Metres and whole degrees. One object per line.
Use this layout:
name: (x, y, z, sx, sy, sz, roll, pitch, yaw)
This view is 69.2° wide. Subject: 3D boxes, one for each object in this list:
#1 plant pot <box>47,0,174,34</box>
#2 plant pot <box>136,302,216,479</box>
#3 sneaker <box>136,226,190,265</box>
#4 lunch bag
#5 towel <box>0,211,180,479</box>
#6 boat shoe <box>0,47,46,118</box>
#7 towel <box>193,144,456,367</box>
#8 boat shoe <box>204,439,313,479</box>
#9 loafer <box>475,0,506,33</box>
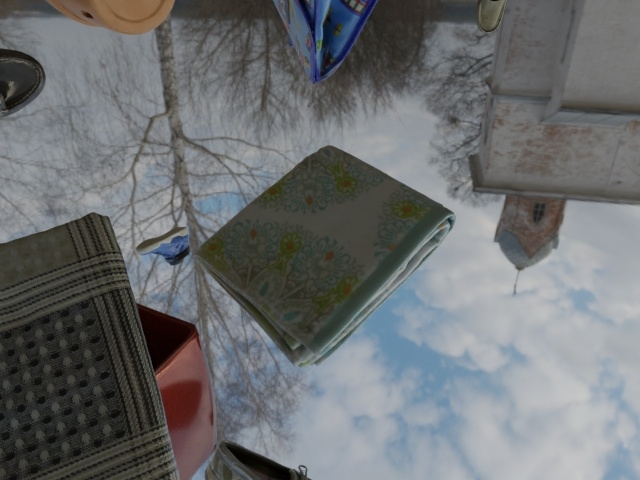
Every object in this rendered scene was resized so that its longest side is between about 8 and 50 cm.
plant pot: (-0.450, -0.583, 0.995, 0.291, 0.290, 0.203, -24, -124, -42)
plant pot: (-0.304, 0.261, 0.654, 0.267, 0.235, 0.267, 11, -138, 35)
sneaker: (-0.372, 0.028, 1.122, 0.058, 0.084, 0.152, -1, -161, 25)
lunch bag: (-0.010, -0.393, 0.661, 0.138, 0.293, 0.220, -21, -105, -18)
towel: (-0.307, 0.151, 0.387, 0.324, 0.312, 0.056, -17, 166, -11)
boat shoe: (-0.573, -0.208, 0.685, 0.335, 0.112, 0.096, -29, -141, -35)
towel: (0.000, 0.000, 0.828, 0.374, 0.090, 0.320, -41, -122, -18)
boat shoe: (-0.110, 0.573, 1.103, 0.321, 0.103, 0.118, 24, -168, -5)
loafer: (0.356, -0.498, 0.960, 0.056, 0.148, 0.050, 2, -131, 11)
